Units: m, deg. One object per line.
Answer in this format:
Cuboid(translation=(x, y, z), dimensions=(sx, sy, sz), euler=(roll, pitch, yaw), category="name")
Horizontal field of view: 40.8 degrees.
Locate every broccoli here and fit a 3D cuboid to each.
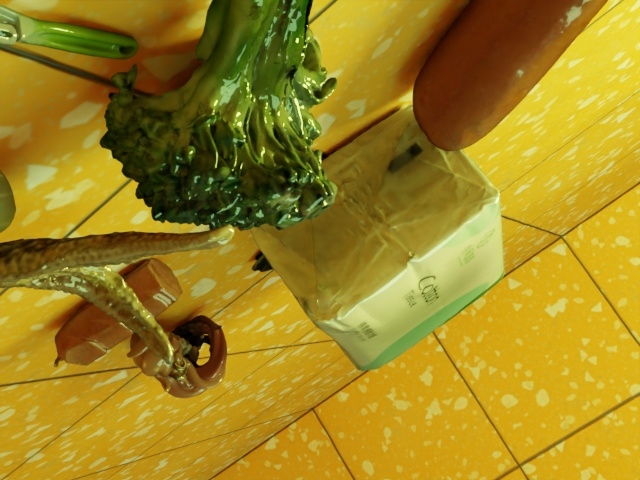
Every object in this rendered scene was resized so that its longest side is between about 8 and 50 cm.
Cuboid(translation=(-0.031, -0.131, 0.639), dimensions=(0.198, 0.177, 0.275), euler=(-11, 137, -57), category="broccoli")

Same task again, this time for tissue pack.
Cuboid(translation=(0.092, 0.018, 1.134), dimensions=(0.266, 0.194, 0.356), euler=(-36, 159, 0), category="tissue pack")

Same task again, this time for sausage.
Cuboid(translation=(0.180, -0.192, 0.874), dimensions=(0.113, 0.114, 0.259), euler=(-18, 158, -40), category="sausage")
Cuboid(translation=(-0.244, 0.091, 1.008), dimensions=(0.169, 0.065, 0.065), euler=(-35, 164, 12), category="sausage")

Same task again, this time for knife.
Cuboid(translation=(-0.179, -0.133, 0.546), dimensions=(0.022, 0.026, 0.184), euler=(-32, 169, 26), category="knife")

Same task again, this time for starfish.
Cuboid(translation=(-0.284, 0.071, 0.649), dimensions=(0.398, 0.132, 0.383), euler=(-9, -176, -39), category="starfish")

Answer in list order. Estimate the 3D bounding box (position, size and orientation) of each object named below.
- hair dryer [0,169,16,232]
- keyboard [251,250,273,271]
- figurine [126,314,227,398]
Cuboid(translation=(-0.277, -0.049, 0.517), dimensions=(0.298, 0.119, 0.296), euler=(-48, 167, 10), category="hair dryer")
Cuboid(translation=(0.000, 0.000, 1.258), dimensions=(0.230, 0.025, 0.094), euler=(-13, 154, -48), category="keyboard")
Cuboid(translation=(-0.206, 0.169, 1.222), dimensions=(0.157, 0.126, 0.114), euler=(-4, 105, -61), category="figurine")
